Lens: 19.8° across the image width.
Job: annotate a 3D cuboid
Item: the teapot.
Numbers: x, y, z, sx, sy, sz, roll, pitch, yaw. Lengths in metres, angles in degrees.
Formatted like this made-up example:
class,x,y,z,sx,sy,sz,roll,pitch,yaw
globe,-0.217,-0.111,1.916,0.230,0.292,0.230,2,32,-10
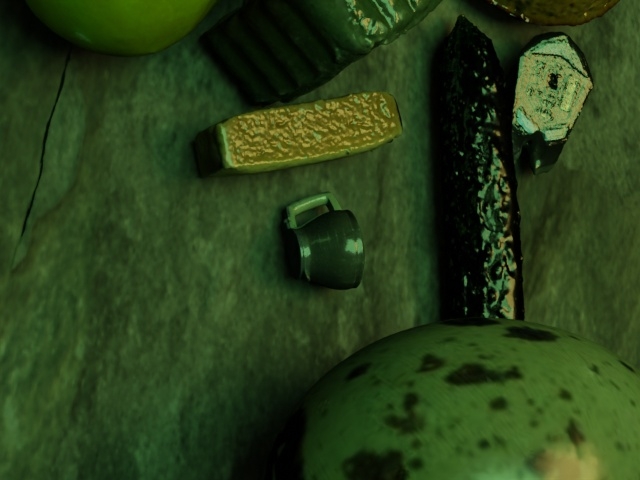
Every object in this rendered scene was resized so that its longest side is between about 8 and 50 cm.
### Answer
class,x,y,z,sx,sy,sz,roll,pitch,yaw
teapot,0.000,0.000,1.505,0.057,0.066,0.088,-6,60,-17

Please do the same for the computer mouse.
class,x,y,z,sx,sy,sz,roll,pitch,yaw
computer mouse,0.199,-0.126,1.668,0.079,0.047,0.135,20,80,-16

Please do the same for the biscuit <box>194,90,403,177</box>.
class,x,y,z,sx,sy,sz,roll,pitch,yaw
biscuit,-0.018,-0.086,1.510,0.188,0.056,0.052,-12,88,-36

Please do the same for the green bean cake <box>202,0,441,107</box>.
class,x,y,z,sx,sy,sz,roll,pitch,yaw
green bean cake,0.018,-0.194,1.486,0.181,0.173,0.094,-42,101,-36

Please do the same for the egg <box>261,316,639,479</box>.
class,x,y,z,sx,sy,sz,roll,pitch,yaw
egg,0.129,0.199,1.402,0.379,0.287,0.288,-10,85,-31

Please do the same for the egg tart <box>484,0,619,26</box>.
class,x,y,z,sx,sy,sz,roll,pitch,yaw
egg tart,0.214,-0.313,1.646,0.215,0.171,0.215,8,67,-18

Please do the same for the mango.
class,x,y,z,sx,sy,sz,roll,pitch,yaw
mango,-0.130,-0.253,1.412,0.273,0.149,0.185,-45,119,-39

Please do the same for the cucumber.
class,x,y,z,sx,sy,sz,roll,pitch,yaw
cucumber,0.136,-0.058,1.598,0.072,0.072,0.300,3,78,-33
